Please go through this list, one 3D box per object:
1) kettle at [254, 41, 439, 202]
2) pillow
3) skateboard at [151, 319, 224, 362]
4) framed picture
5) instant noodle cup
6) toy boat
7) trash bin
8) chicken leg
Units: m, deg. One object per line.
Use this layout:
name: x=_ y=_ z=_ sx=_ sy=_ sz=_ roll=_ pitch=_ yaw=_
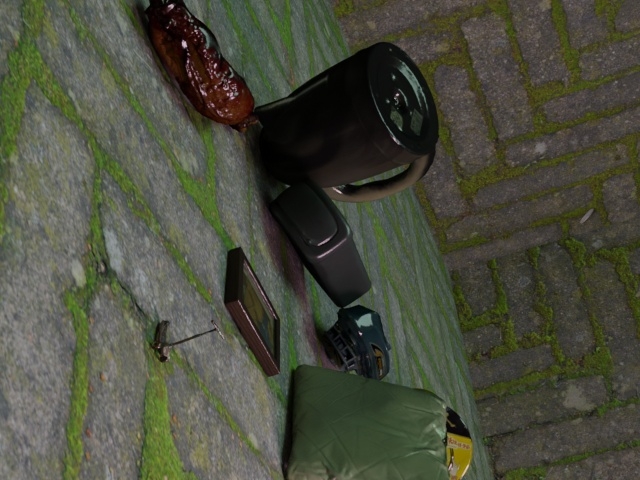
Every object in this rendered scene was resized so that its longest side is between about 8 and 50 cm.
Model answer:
kettle: x=0.054 y=-0.187 z=2.079 sx=0.321 sy=0.324 sz=0.228 roll=40 pitch=43 yaw=-36
pillow: x=0.080 y=0.325 z=1.762 sx=0.280 sy=0.274 sz=0.076 roll=-87 pitch=-166 yaw=-58
skateboard: x=-0.159 y=0.108 z=1.309 sx=0.064 sy=0.083 sz=0.032 roll=-91 pitch=160 yaw=-55
framed picture: x=-0.103 y=0.112 z=1.698 sx=0.128 sy=0.023 sz=0.168 roll=-92 pitch=161 yaw=-51
instant noodle cup: x=0.210 y=0.415 z=2.317 sx=0.236 sy=0.216 sz=0.215 roll=-61 pitch=133 yaw=-84
toy boat: x=0.071 y=0.200 z=2.111 sx=0.114 sy=0.122 sz=0.296 roll=55 pitch=-7 yaw=23
trash bin: x=0.000 y=0.000 z=2.029 sx=0.176 sy=0.101 sz=0.236 roll=48 pitch=-9 yaw=38
chicken leg: x=-0.175 y=-0.251 z=1.736 sx=0.158 sy=0.096 sz=0.407 roll=57 pitch=2 yaw=27
